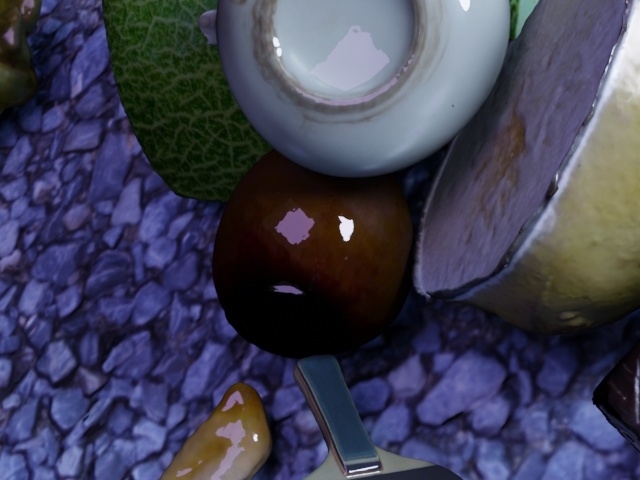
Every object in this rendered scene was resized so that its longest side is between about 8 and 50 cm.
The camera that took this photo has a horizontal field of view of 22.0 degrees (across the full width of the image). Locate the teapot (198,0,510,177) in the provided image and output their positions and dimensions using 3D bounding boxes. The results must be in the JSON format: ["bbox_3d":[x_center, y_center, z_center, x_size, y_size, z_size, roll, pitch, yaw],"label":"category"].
[{"bbox_3d":[0.061,-0.197,1.160,0.220,0.149,0.318,41,101,10],"label":"teapot"}]

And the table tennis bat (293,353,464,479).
[{"bbox_3d":[0.038,0.180,1.130,0.154,0.021,0.274,-6,42,-20],"label":"table tennis bat"}]

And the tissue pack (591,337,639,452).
[{"bbox_3d":[0.360,0.036,0.931,0.370,0.210,0.198,-48,40,1],"label":"tissue pack"}]

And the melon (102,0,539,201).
[{"bbox_3d":[0.007,-0.200,1.345,0.343,0.226,0.331,-4,85,40],"label":"melon"}]

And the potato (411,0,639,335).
[{"bbox_3d":[0.208,-0.046,1.113,0.300,0.196,0.246,-57,16,31],"label":"potato"}]

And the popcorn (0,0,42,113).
[{"bbox_3d":[-0.408,-0.182,1.630,0.259,0.212,0.259,-19,57,32],"label":"popcorn"}]

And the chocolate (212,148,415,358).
[{"bbox_3d":[0.000,0.000,1.248,0.176,0.177,0.177,-18,52,25],"label":"chocolate"}]

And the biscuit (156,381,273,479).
[{"bbox_3d":[-0.117,0.218,1.257,0.208,0.047,0.164,-28,52,16],"label":"biscuit"}]
